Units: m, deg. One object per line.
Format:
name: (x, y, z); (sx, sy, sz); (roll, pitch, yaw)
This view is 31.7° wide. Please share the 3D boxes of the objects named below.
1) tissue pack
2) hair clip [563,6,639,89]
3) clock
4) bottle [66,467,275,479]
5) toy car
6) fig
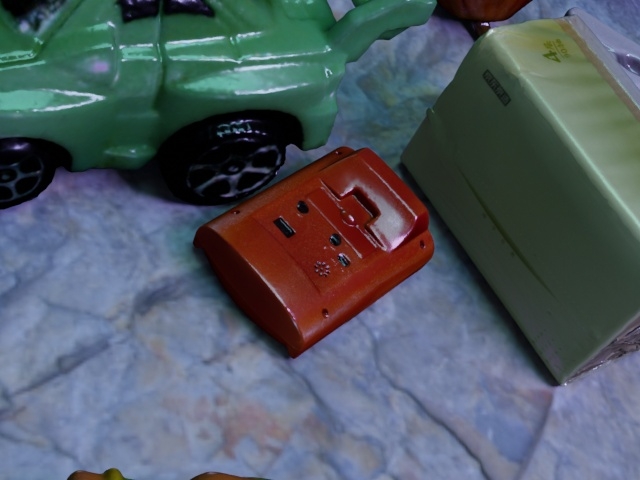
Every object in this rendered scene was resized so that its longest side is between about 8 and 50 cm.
tissue pack: (0.186, -0.033, 0.850); (0.125, 0.159, 0.234); (-18, 66, -35)
hair clip: (0.334, -0.090, 0.990); (0.331, 0.085, 0.101); (37, 43, 13)
clock: (0.000, 0.000, 0.804); (0.155, 0.061, 0.113); (-34, 76, -37)
bottle: (-0.056, 0.167, 0.647); (0.187, 0.069, 0.069); (15, 51, -17)
toy car: (-0.125, -0.154, 0.778); (0.359, 0.176, 0.213); (-4, 57, -28)
fig: (0.161, -0.250, 1.033); (0.150, 0.128, 0.128); (52, 45, -22)
